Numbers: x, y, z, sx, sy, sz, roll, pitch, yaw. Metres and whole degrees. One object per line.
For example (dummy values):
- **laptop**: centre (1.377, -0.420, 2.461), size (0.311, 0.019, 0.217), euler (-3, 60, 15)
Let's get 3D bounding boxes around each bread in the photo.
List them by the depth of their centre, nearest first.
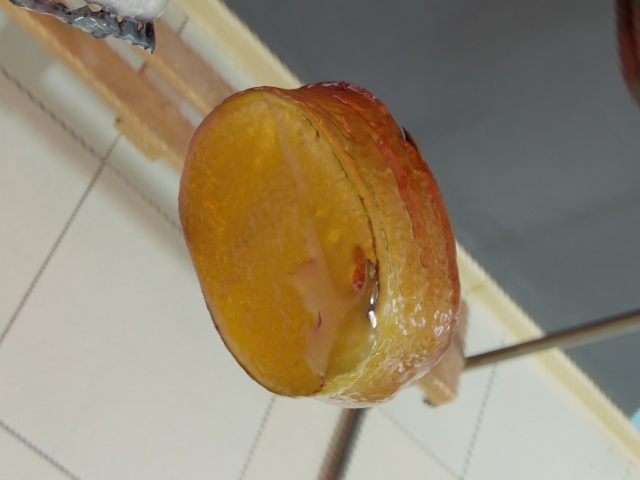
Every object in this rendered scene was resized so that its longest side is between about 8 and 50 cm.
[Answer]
- **bread**: centre (0.000, 0.000, 1.036), size (0.143, 0.195, 0.269), euler (1, 60, -53)

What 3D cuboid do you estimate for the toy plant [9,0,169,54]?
- **toy plant**: centre (-0.119, -0.283, 0.600), size (0.247, 0.247, 0.332), euler (15, 105, -42)
